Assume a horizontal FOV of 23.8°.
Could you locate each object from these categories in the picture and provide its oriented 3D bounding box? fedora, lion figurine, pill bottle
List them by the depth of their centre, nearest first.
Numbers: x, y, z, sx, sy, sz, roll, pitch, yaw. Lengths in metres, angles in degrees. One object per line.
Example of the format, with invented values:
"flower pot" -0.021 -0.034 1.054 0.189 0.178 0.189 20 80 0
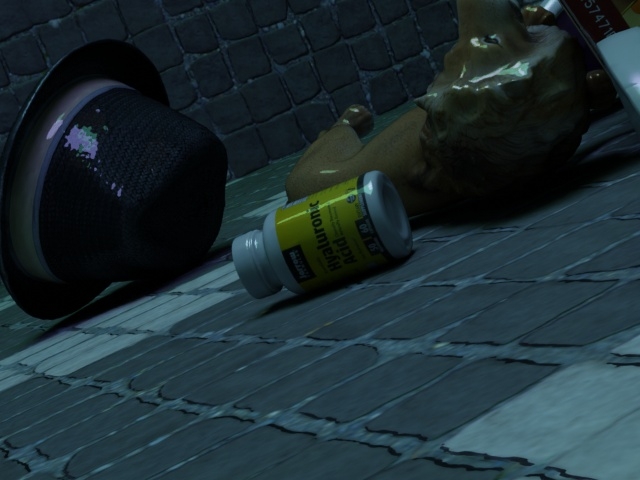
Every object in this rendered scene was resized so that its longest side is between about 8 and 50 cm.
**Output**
"pill bottle" 0.000 0.000 1.060 0.116 0.065 0.065 -22 6 18
"lion figurine" 0.078 -0.069 1.193 0.392 0.142 0.240 -37 2 45
"fedora" -0.197 -0.053 1.599 0.152 0.334 0.334 13 20 20

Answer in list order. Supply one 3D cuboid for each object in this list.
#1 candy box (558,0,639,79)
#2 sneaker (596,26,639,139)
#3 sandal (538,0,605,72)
"candy box" 0.231 -0.189 1.150 0.087 0.183 0.316 -33 7 14
"sneaker" 0.235 -0.087 0.752 0.169 0.108 0.292 -25 4 16
"sandal" 0.337 -0.214 1.455 0.416 0.169 0.102 -27 47 -36
